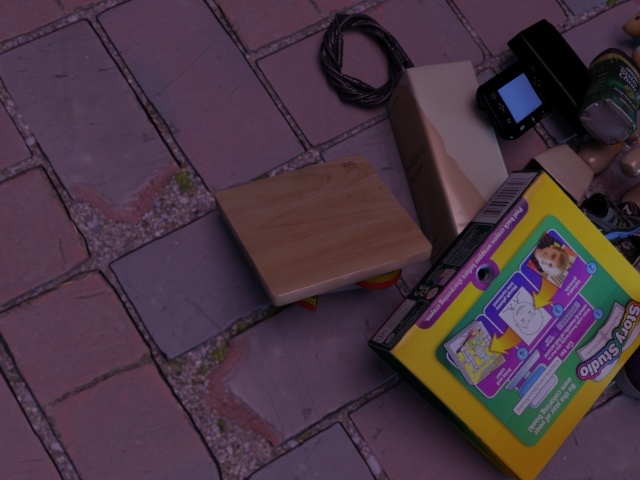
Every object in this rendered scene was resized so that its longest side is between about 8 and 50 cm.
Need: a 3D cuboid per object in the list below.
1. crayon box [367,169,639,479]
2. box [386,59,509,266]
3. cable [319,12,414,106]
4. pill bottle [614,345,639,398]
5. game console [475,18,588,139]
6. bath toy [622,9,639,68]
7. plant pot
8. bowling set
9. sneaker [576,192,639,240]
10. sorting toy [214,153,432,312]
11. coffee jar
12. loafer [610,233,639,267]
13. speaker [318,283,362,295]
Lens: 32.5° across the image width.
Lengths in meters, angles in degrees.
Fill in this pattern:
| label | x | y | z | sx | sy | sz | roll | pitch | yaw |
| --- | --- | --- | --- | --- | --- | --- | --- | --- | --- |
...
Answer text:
| label | x | y | z | sx | sy | sz | roll | pitch | yaw |
| --- | --- | --- | --- | --- | --- | --- | --- | --- | --- |
| crayon box | 0.307 | 0.129 | 1.673 | 0.313 | 0.106 | 0.363 | 45 | 79 | -16 |
| box | 0.219 | -0.127 | 1.822 | 0.121 | 0.148 | 0.311 | -10 | 70 | -15 |
| cable | 0.071 | -0.319 | 1.923 | 0.151 | 0.047 | 0.184 | -31 | 81 | -16 |
| pill bottle | 0.545 | 0.191 | 1.739 | 0.108 | 0.193 | 0.108 | 5 | 68 | -11 |
| game console | 0.376 | -0.252 | 1.879 | 0.213 | 0.044 | 0.361 | 52 | 41 | 2 |
| bath toy | 0.661 | -0.266 | 1.956 | 0.151 | 0.129 | 0.348 | -10 | 64 | -19 |
| plant pot | 0.402 | -0.101 | 1.876 | 0.109 | 0.109 | 0.096 | 46 | 57 | 8 |
| bowling set | 0.604 | -0.116 | 1.878 | 0.154 | 0.200 | 0.287 | -38 | 84 | -25 |
| sneaker | 0.476 | -0.042 | 1.813 | 0.188 | 0.067 | 0.078 | -13 | 103 | -44 |
| sorting toy | 0.000 | 0.000 | 1.705 | 0.257 | 0.089 | 0.255 | -16 | 44 | -18 |
| coffee jar | 0.507 | -0.255 | 1.909 | 0.096 | 0.079 | 0.184 | 40 | 42 | -16 |
| loafer | 0.445 | 0.049 | 1.831 | 0.251 | 0.087 | 0.094 | -31 | 78 | -22 |
| speaker | 0.054 | 0.052 | 1.763 | 0.136 | 0.055 | 0.055 | -8 | 71 | -16 |
